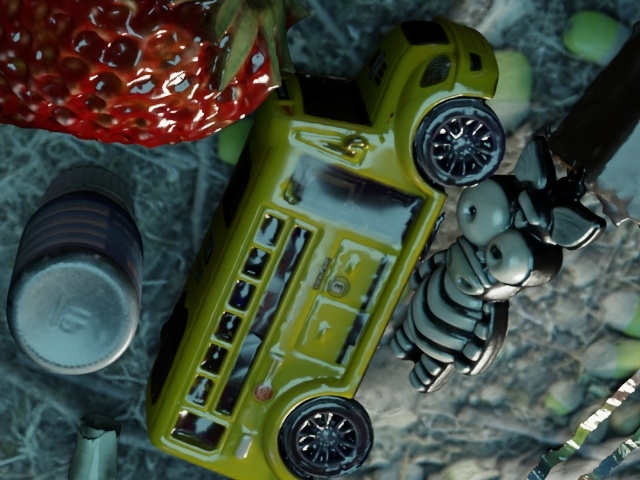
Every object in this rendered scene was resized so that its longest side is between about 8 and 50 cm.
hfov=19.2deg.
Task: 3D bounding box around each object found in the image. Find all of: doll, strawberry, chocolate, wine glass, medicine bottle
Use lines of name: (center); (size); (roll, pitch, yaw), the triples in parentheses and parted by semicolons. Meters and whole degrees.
doll: (0.112, 0.022, 1.282); (0.067, 0.091, 0.219); (-1, 141, -37)
strawberry: (-0.148, -0.149, 1.185); (0.244, 0.205, 0.205); (-10, 112, 23)
chocolate: (0.283, -0.134, 1.248); (0.112, 0.112, 0.321); (36, 104, -13)
wine glass: (-0.167, 0.167, 1.368); (0.039, 0.042, 0.083); (-7, 112, -42)
medicine bottle: (-0.156, 0.012, 1.223); (0.083, 0.203, 0.083); (-2, 110, -5)

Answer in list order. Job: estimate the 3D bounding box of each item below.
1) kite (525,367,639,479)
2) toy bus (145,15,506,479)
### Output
kite: (0.293, 0.117, 1.391); (0.169, 0.015, 0.310); (38, 103, -16)
toy bus: (0.000, 0.000, 1.259); (0.151, 0.145, 0.331); (20, 108, -11)
